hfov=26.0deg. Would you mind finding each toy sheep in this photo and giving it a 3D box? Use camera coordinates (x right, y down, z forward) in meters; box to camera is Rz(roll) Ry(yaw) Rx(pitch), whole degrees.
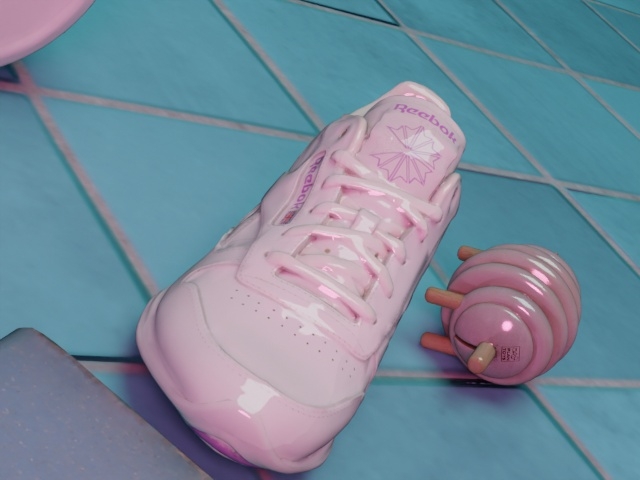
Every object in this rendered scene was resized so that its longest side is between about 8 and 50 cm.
[{"bbox_3d":[0.111,0.044,0.833,0.091,0.091,0.132,34,39,6],"label":"toy sheep"}]

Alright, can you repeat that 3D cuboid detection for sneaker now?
[{"bbox_3d":[0.000,0.000,0.712,0.114,0.152,0.305,32,27,-2],"label":"sneaker"}]

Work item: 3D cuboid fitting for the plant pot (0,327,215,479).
[{"bbox_3d":[-0.106,0.167,0.298,0.166,0.165,0.234,37,34,14],"label":"plant pot"}]

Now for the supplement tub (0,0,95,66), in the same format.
[{"bbox_3d":[-0.253,-0.245,0.835,0.191,0.191,0.272,2,38,-45],"label":"supplement tub"}]
